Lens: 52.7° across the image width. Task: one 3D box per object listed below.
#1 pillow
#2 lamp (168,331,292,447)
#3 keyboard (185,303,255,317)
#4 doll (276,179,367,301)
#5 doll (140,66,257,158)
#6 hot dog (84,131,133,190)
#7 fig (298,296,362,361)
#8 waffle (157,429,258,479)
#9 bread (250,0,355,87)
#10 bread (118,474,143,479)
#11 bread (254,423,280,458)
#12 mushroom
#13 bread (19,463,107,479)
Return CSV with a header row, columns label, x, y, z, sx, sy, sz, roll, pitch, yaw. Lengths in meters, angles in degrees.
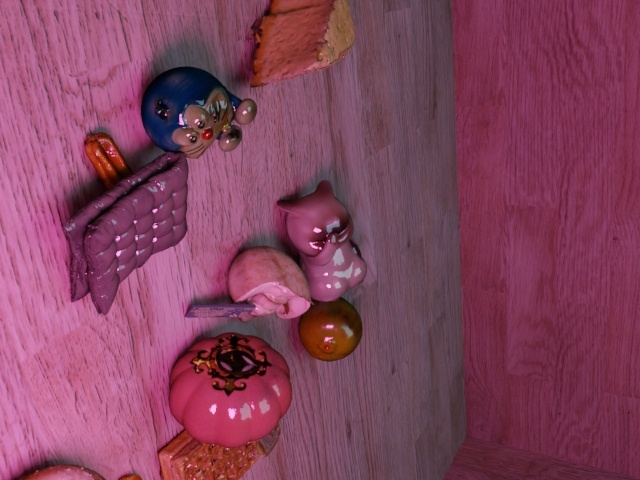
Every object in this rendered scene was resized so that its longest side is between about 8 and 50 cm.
label,x,y,z,sx,sy,sz,roll,pitch,yaw
pillow,-0.394,-0.025,1.354,0.326,0.101,0.228,-52,163,-45
lamp,-0.221,0.376,1.597,0.305,0.306,0.239,-48,152,-46
keyboard,-0.255,0.181,1.658,0.176,0.055,0.014,4,54,-32
doll,0.016,0.024,2.009,0.215,0.226,0.370,-26,129,-16
doll,-0.286,-0.287,1.467,0.198,0.186,0.322,-56,172,12
hot dog,-0.438,-0.153,1.358,0.071,0.045,0.165,-58,141,-35
fig,0.042,0.275,2.105,0.230,0.207,0.207,-48,135,-45
waffle,-0.287,0.569,1.707,0.308,0.091,0.212,-32,122,-54
bread,-0.067,-0.572,1.724,0.315,0.249,0.278,-46,129,-65
bread,-0.443,0.581,1.485,0.083,0.046,0.080,-22,112,-55
bread,-0.177,0.570,1.922,0.117,0.064,0.156,-64,146,-32
mushroom,-0.155,0.115,1.789,0.254,0.195,0.188,28,39,-42
bread,-0.527,0.577,1.230,0.306,0.159,0.305,-9,101,-56
